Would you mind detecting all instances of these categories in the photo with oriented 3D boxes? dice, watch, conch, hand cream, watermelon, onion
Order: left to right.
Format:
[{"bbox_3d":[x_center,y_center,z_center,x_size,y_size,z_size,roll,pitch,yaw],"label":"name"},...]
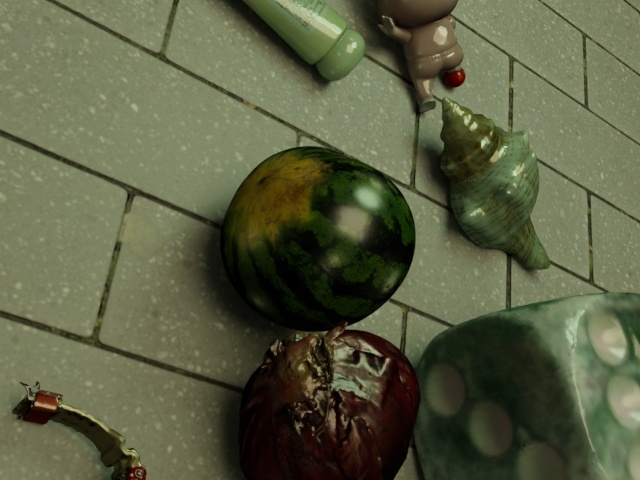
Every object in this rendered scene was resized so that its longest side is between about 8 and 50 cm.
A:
[{"bbox_3d":[-0.317,0.243,0.920,0.268,0.102,0.165,41,44,-8],"label":"watch"},{"bbox_3d":[-0.057,-0.386,1.376,0.306,0.093,0.147,42,42,-17],"label":"hand cream"},{"bbox_3d":[-0.004,-0.001,1.149,0.269,0.269,0.269,16,63,-34],"label":"watermelon"},{"bbox_3d":[0.022,0.226,1.106,0.281,0.221,0.281,-15,111,-46],"label":"onion"},{"bbox_3d":[0.318,-0.091,1.519,0.203,0.169,0.386,-39,97,-16],"label":"conch"},{"bbox_3d":[0.366,0.272,1.283,0.330,0.348,0.328,4,69,-40],"label":"dice"}]

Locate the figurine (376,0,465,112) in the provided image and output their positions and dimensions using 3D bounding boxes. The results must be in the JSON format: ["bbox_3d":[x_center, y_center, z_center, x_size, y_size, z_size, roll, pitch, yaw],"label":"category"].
[{"bbox_3d":[0.182,-0.393,1.560,0.176,0.186,0.287,-25,113,-5],"label":"figurine"}]
